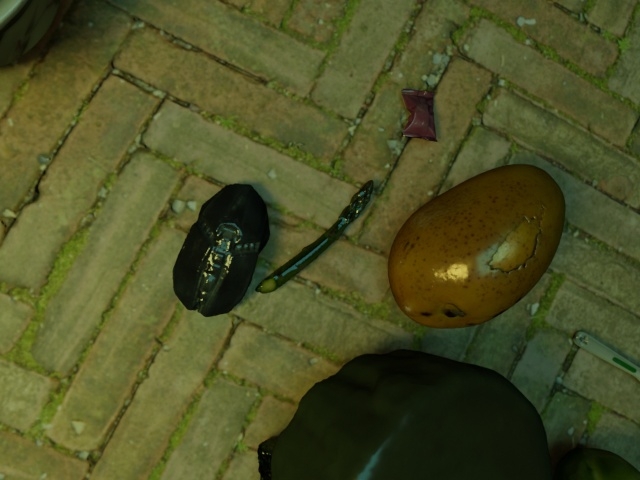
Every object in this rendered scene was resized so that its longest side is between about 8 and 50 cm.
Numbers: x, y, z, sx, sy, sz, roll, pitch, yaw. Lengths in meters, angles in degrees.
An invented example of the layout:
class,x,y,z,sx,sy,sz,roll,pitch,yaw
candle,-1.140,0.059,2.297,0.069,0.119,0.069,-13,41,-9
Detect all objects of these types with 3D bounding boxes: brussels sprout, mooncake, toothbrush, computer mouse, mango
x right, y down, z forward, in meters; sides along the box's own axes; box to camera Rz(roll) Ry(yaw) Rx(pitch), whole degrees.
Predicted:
class,x,y,z,sx,sy,sz,roll,pitch,yaw
brussels sprout,0.420,0.389,0.612,0.131,0.145,0.183,-32,50,9
mooncake,0.113,0.315,0.528,0.355,0.194,0.357,1,89,-28
toothbrush,0.543,0.228,0.715,0.303,0.030,0.030,30,84,-5
computer mouse,-0.132,0.010,0.588,0.105,0.062,0.193,23,83,-8
mango,0.222,-0.002,0.590,0.290,0.191,0.160,-42,102,-13

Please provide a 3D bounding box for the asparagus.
class,x,y,z,sx,sy,sz,roll,pitch,yaw
asparagus,-0.001,0.000,0.627,0.236,0.027,0.034,-43,106,-8

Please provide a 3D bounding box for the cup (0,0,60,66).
class,x,y,z,sx,sy,sz,roll,pitch,yaw
cup,-0.454,-0.338,0.493,0.346,0.163,0.348,0,88,-9

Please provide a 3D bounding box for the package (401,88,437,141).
class,x,y,z,sx,sy,sz,roll,pitch,yaw
package,0.150,-0.192,0.659,0.059,0.029,0.084,4,79,-13

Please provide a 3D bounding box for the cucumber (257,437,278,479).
class,x,y,z,sx,sy,sz,roll,pitch,yaw
cucumber,-0.036,0.418,0.586,0.071,0.072,0.301,-7,89,-10
